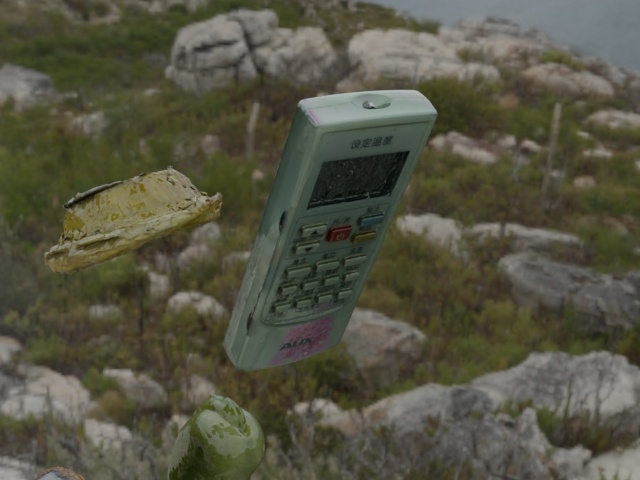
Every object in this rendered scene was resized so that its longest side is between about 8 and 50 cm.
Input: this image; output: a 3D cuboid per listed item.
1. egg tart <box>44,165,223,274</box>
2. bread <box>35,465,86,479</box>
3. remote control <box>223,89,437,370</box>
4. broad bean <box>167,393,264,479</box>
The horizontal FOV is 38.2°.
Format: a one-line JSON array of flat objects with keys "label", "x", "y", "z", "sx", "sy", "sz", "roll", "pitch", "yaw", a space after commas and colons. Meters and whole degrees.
[{"label": "egg tart", "x": -0.193, "y": -0.026, "z": 0.945, "sx": 0.191, "sy": 0.074, "sz": 0.191, "roll": -18, "pitch": 4, "yaw": 1}, {"label": "bread", "x": -0.329, "y": 0.394, "z": 1.157, "sx": 0.139, "sy": 0.095, "sz": 0.269, "roll": -32, "pitch": 43, "yaw": -9}, {"label": "remote control", "x": 0.000, "y": 0.001, "z": 0.940, "sx": 0.145, "sy": 0.344, "sz": 0.050, "roll": -11, "pitch": 48, "yaw": -32}, {"label": "broad bean", "x": -0.130, "y": 0.262, "z": 1.084, "sx": 0.082, "sy": 0.175, "sz": 0.124, "roll": 8, "pitch": 32, "yaw": -42}]
